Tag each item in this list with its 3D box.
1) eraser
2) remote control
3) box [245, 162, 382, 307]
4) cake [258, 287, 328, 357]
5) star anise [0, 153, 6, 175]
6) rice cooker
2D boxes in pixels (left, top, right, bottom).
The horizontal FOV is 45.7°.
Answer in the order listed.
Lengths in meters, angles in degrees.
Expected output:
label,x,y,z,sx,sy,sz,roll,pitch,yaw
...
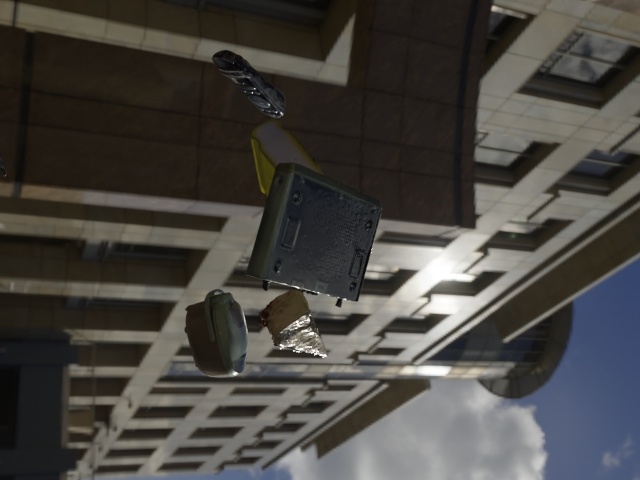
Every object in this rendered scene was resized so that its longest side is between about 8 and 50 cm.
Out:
label,x,y,z,sx,sy,sz,roll,pitch,yaw
eraser,-0.060,-0.113,1.433,0.158,0.069,0.226,54,-14,20
remote control,-0.164,-0.385,1.819,0.090,0.266,0.066,9,-106,31
box,0.000,0.000,1.273,0.045,0.270,0.210,13,-95,38
cake,-0.062,0.205,1.674,0.086,0.117,0.220,58,-10,34
star anise,-0.528,-0.151,1.081,0.065,0.183,0.195,-63,-179,-36
rice cooker,-0.240,0.220,1.776,0.145,0.127,0.206,-27,100,-77
